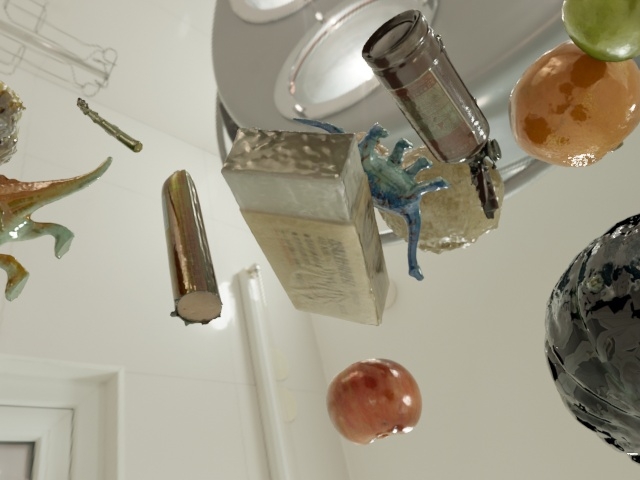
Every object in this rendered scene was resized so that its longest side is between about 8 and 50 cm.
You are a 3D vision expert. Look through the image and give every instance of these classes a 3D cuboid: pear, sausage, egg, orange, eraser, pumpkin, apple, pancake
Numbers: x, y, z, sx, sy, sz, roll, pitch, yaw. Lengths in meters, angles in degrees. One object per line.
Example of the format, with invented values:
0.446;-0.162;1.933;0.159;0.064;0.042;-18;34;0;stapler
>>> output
0.575;-0.455;0.986;0.212;0.269;0.212;-4;-103;18;pear
-0.237;-0.014;0.899;0.082;0.082;0.371;-49;-140;22;sausage
0.288;-0.105;1.247;0.279;0.310;0.279;-176;-90;-90;egg
0.616;-0.328;1.255;0.312;0.312;0.312;-21;-120;41;orange
0.000;0.000;0.661;0.144;0.343;0.078;8;-120;18;eraser
0.463;0.127;0.611;0.363;0.363;0.266;-7;-150;46;pumpkin
0.116;0.350;1.119;0.209;0.209;0.164;-40;-123;30;apple
-0.574;-0.154;0.809;0.244;0.057;0.266;-40;-178;-11;pancake

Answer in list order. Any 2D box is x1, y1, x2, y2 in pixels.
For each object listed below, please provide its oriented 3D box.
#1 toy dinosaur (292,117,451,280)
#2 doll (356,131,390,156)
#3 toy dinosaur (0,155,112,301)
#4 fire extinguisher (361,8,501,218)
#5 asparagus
0.106;-0.100;0.791;0.144;0.076;0.329;-37;-87;27;toy dinosaur
0.081;-0.152;1.375;0.119;0.154;0.278;41;-67;32;doll
-0.302;-0.021;0.461;0.212;0.142;0.057;-57;-174;-17;toy dinosaur
0.138;-0.126;0.590;0.075;0.252;0.106;1;-126;48;fire extinguisher
-0.396;-0.215;0.948;0.248;0.025;0.024;35;-91;33;asparagus
